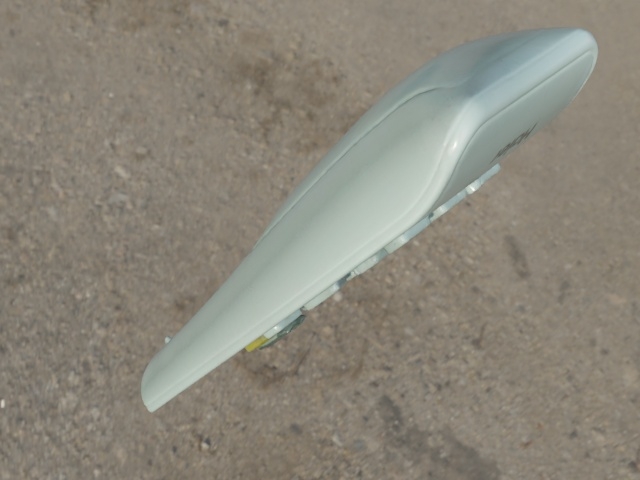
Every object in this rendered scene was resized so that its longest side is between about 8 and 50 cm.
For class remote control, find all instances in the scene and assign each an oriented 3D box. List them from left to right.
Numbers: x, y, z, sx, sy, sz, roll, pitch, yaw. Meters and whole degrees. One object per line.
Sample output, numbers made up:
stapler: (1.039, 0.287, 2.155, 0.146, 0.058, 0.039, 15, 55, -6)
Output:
remote control: (0.000, 0.001, 0.431, 0.103, 0.293, 0.051, -35, 85, -40)
